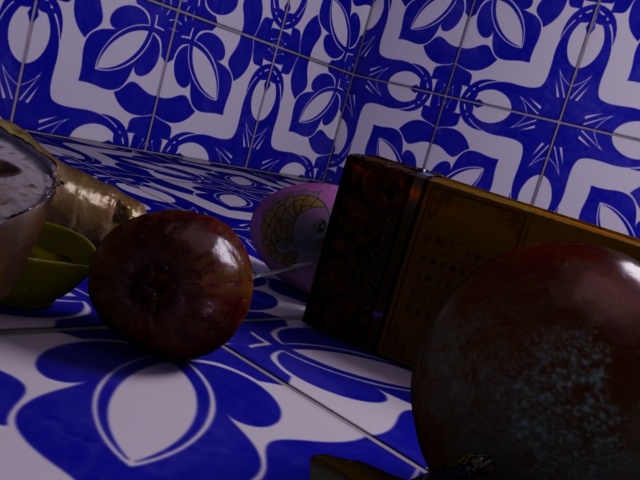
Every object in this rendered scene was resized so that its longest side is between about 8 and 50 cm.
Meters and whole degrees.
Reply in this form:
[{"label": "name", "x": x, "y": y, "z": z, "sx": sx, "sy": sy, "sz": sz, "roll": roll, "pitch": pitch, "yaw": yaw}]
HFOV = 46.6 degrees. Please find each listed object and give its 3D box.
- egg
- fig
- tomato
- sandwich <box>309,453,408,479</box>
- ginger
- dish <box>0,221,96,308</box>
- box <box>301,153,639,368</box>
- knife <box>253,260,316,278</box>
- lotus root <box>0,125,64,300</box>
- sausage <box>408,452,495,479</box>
[{"label": "egg", "x": 0.000, "y": 0.000, "z": 1.259, "sx": 0.271, "sy": 0.196, "sz": 0.196, "roll": 3, "pitch": -1, "yaw": 42}, {"label": "fig", "x": -0.151, "y": 0.047, "z": 0.839, "sx": 0.175, "sy": 0.175, "sz": 0.207, "roll": 18, "pitch": 0, "yaw": 12}, {"label": "tomato", "x": 0.190, "y": 0.141, "z": 0.583, "sx": 0.270, "sy": 0.222, "sz": 0.270, "roll": 38, "pitch": -16, "yaw": 13}, {"label": "sandwich", "x": 0.092, "y": 0.217, "z": 0.445, "sx": 0.244, "sy": 0.090, "sz": 0.088, "roll": 20, "pitch": 6, "yaw": 6}, {"label": "ginger", "x": -0.379, "y": -0.059, "z": 0.996, "sx": 0.190, "sy": 0.126, "sz": 0.354, "roll": -10, "pitch": -32, "yaw": 25}, {"label": "dish", "x": -0.350, "y": 0.026, "z": 0.852, "sx": 0.207, "sy": 0.080, "sz": 0.149, "roll": 20, "pitch": 12, "yaw": 16}, {"label": "box", "x": 0.199, "y": 0.058, "z": 1.013, "sx": 0.415, "sy": 0.264, "sz": 0.116, "roll": 19, "pitch": 12, "yaw": 22}, {"label": "knife", "x": -0.133, "y": 0.056, "z": 0.981, "sx": 0.298, "sy": 0.017, "sz": 0.047, "roll": -8, "pitch": -4, "yaw": -33}, {"label": "lotus root", "x": -0.384, "y": -0.004, "z": 0.661, "sx": 0.272, "sy": 0.192, "sz": 0.272, "roll": 19, "pitch": 21, "yaw": -8}, {"label": "sausage", "x": 0.082, "y": 0.180, "z": 0.540, "sx": 0.025, "sy": 0.028, "sz": 0.198, "roll": 46, "pitch": -25, "yaw": 11}]
